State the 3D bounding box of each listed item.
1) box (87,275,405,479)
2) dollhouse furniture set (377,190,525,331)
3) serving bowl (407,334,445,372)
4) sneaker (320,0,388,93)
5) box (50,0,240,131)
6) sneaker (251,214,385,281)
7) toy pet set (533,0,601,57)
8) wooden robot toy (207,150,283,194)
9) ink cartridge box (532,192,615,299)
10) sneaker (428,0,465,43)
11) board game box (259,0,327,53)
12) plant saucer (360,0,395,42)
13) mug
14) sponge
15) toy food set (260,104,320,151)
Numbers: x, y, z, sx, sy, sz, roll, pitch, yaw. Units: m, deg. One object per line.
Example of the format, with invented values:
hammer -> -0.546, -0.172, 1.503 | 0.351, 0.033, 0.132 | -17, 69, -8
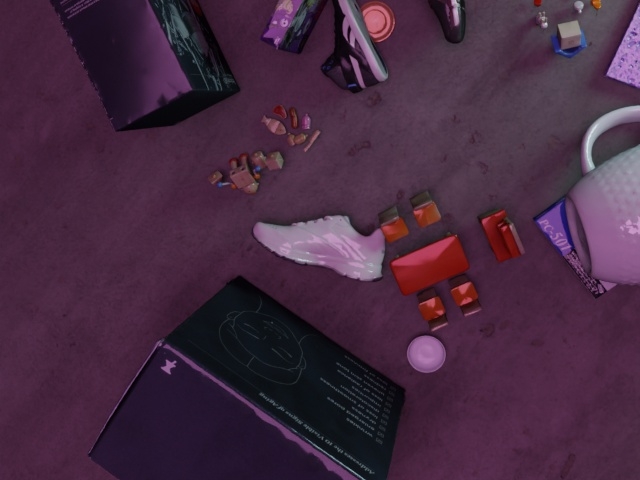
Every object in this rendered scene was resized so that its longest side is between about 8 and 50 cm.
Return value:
box -> -0.113, 0.363, 1.656 | 0.479, 0.472, 0.297 | 35, 104, 3
dollhouse furniture set -> 0.272, 0.029, 1.685 | 0.259, 0.135, 0.262 | -25, 102, 7
serving bowl -> 0.231, 0.244, 1.803 | 0.083, 0.027, 0.083 | 2, 101, 9
sneaker -> 0.039, -0.403, 1.683 | 0.121, 0.079, 0.217 | -23, 98, 23
box -> -0.337, -0.396, 1.621 | 0.178, 0.343, 0.313 | -24, 96, 12
sneaker -> 0.000, 0.000, 1.772 | 0.297, 0.111, 0.129 | 14, 90, 0
toy pet set -> 0.492, -0.426, 1.632 | 0.122, 0.065, 0.114 | -10, 64, 8
wooden robot toy -> -0.154, -0.139, 1.792 | 0.173, 0.076, 0.079 | -21, 131, 13
ink cartridge box -> 0.540, 0.009, 1.698 | 0.097, 0.046, 0.207 | -39, 92, 13
sneaker -> 0.193, -0.517, 1.641 | 0.162, 0.106, 0.282 | -10, 88, 16
board game box -> 0.003, -0.531, 1.607 | 0.056, 0.208, 0.347 | 29, 104, 0
plant saucer -> 0.112, -0.451, 1.702 | 0.083, 0.013, 0.084 | 2, 101, 10
mug -> 0.633, -0.095, 1.561 | 0.328, 0.276, 0.374 | -16, 63, 7
sponge -> 0.655, -0.398, 1.611 | 0.117, 0.031, 0.210 | 23, 103, 5
toy food set -> -0.060, -0.247, 1.768 | 0.122, 0.019, 0.078 | 40, 104, 9
